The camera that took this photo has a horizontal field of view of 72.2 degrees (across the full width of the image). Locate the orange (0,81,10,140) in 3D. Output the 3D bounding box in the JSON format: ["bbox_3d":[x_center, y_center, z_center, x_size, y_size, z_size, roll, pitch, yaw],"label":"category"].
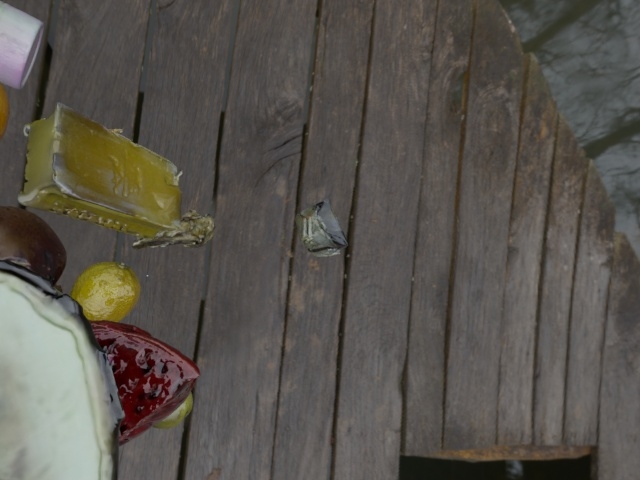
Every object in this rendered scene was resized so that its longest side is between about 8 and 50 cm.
[{"bbox_3d":[-0.484,-0.170,0.545,0.159,0.136,0.158,0,85,0],"label":"orange"}]

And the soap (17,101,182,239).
[{"bbox_3d":[-0.320,-0.092,0.674,0.233,0.076,0.134,25,52,-59],"label":"soap"}]

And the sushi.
[{"bbox_3d":[-0.007,-0.015,1.231,0.109,0.273,0.134,-21,84,-5],"label":"sushi"}]

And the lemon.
[{"bbox_3d":[-0.674,0.165,1.380,0.192,0.192,0.231,30,94,-17],"label":"lemon"}]

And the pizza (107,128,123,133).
[{"bbox_3d":[-0.719,-0.371,1.511,0.078,0.083,0.025,-8,102,-19],"label":"pizza"}]

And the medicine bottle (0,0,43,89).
[{"bbox_3d":[-0.926,-0.547,1.075,0.388,0.219,0.219,19,79,-34],"label":"medicine bottle"}]

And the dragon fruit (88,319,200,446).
[{"bbox_3d":[-0.367,0.278,0.691,0.302,0.330,0.240,21,49,-1],"label":"dragon fruit"}]

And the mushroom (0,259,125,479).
[{"bbox_3d":[-0.335,0.180,0.438,0.248,0.130,0.344,-27,97,-26],"label":"mushroom"}]

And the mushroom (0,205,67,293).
[{"bbox_3d":[-0.876,0.073,1.207,0.334,0.356,0.331,37,73,-18],"label":"mushroom"}]

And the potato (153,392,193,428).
[{"bbox_3d":[-0.434,0.370,1.072,0.248,0.169,0.143,21,38,4],"label":"potato"}]

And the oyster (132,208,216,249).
[{"bbox_3d":[-0.369,-0.013,1.119,0.294,0.166,0.094,-34,116,-60],"label":"oyster"}]
